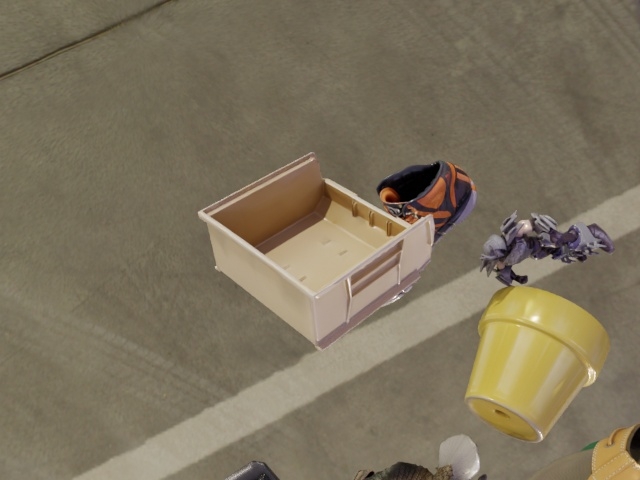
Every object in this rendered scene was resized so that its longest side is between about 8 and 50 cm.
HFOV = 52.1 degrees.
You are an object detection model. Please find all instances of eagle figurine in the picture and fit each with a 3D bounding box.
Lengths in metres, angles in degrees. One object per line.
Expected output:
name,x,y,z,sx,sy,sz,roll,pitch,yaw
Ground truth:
eagle figurine,0.188,0.515,1.208,0.298,0.225,0.226,-4,144,-34

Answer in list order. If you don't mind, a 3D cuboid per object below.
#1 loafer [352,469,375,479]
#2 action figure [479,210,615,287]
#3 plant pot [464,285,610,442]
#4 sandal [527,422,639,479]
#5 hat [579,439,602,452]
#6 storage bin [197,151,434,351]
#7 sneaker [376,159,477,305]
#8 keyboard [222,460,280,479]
loafer,0.077,0.513,1.318,0.045,0.125,0.039,45,129,-13
action figure,0.438,0.013,1.314,0.285,0.099,0.185,-5,150,-25
plant pot,0.414,0.259,1.321,0.254,0.254,0.239,45,65,-23
sandal,0.198,0.136,0.383,0.180,0.072,0.049,-18,122,6
hat,0.416,0.390,0.878,0.208,0.173,0.183,3,108,17
storage bin,0.000,0.000,1.023,0.260,0.262,0.123,-33,137,-30
sneaker,0.140,-0.023,1.227,0.180,0.124,0.321,26,104,-49
keyboard,-0.135,0.451,0.899,0.317,0.033,0.201,-39,94,18
